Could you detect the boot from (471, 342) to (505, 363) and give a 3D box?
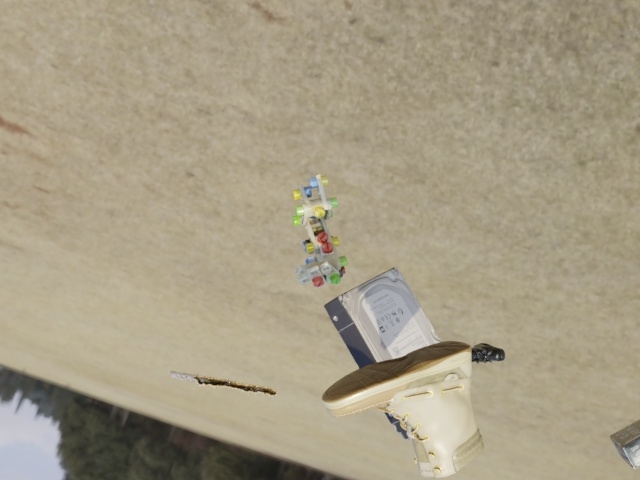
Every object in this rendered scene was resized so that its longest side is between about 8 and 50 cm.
[{"bbox_3d":[0.377,0.275,2.051,0.099,0.045,0.121,2,179,-26],"label":"boot"}]

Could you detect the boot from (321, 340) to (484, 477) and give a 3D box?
[{"bbox_3d":[0.139,0.289,1.344,0.262,0.203,0.095,-16,-168,-24],"label":"boot"}]

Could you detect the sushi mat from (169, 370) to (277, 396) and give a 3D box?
[{"bbox_3d":[-0.189,0.267,1.582,0.151,0.019,0.316,12,169,-16],"label":"sushi mat"}]

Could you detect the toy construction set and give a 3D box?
[{"bbox_3d":[0.000,0.000,2.358,0.151,0.327,0.215,-1,148,-4],"label":"toy construction set"}]

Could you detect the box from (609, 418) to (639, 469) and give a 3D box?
[{"bbox_3d":[0.701,0.373,1.698,0.051,0.220,0.175,60,-174,10],"label":"box"}]

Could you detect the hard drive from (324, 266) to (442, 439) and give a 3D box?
[{"bbox_3d":[0.176,0.242,1.868,0.064,0.339,0.237,-35,172,41],"label":"hard drive"}]
